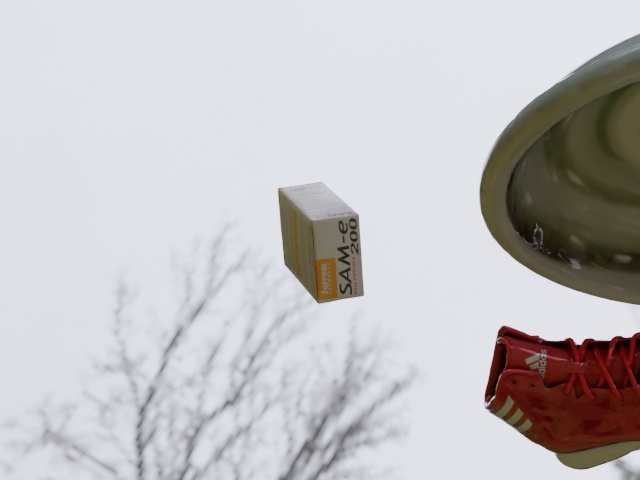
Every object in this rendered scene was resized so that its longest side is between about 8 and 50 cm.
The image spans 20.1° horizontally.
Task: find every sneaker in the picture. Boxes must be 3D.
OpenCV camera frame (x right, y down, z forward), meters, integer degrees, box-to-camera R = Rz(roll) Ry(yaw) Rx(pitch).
[{"bbox_3d":[0.200,0.099,1.274,0.128,0.087,0.221,24,-38,-28],"label":"sneaker"}]

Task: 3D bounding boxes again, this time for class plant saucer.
[{"bbox_3d":[0.313,-0.074,1.309,0.400,0.100,0.400,0,-27,0],"label":"plant saucer"}]

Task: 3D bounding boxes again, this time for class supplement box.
[{"bbox_3d":[0.000,0.000,1.289,0.098,0.036,0.062,-133,-143,-68],"label":"supplement box"}]
